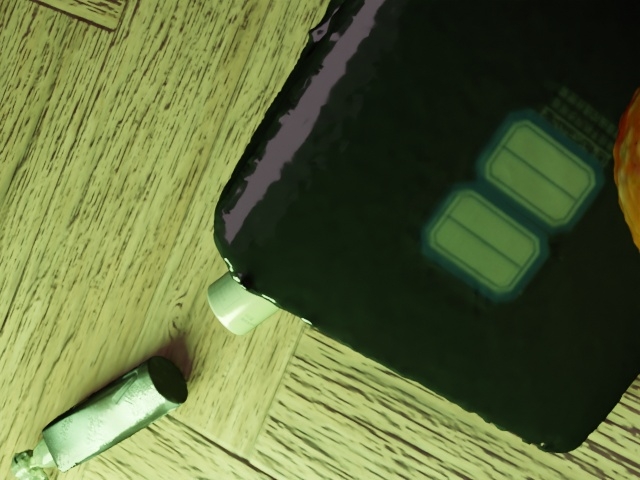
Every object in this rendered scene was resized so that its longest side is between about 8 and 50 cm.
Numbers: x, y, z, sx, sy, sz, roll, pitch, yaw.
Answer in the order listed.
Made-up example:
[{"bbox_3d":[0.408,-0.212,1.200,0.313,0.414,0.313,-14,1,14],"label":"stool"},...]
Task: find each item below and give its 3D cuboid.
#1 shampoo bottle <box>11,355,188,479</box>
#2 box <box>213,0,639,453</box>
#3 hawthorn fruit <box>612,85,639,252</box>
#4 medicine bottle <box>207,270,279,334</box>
[{"bbox_3d":[-0.226,0.188,0.909,0.207,0.057,0.063,-33,81,20],"label":"shampoo bottle"},{"bbox_3d":[0.140,-0.052,0.658,0.359,0.091,0.350,30,98,-19],"label":"box"},{"bbox_3d":[0.342,-0.019,0.545,0.287,0.330,0.287,-22,38,19],"label":"hawthorn fruit"},{"bbox_3d":[0.000,0.000,0.824,0.231,0.059,0.059,-36,72,17],"label":"medicine bottle"}]
